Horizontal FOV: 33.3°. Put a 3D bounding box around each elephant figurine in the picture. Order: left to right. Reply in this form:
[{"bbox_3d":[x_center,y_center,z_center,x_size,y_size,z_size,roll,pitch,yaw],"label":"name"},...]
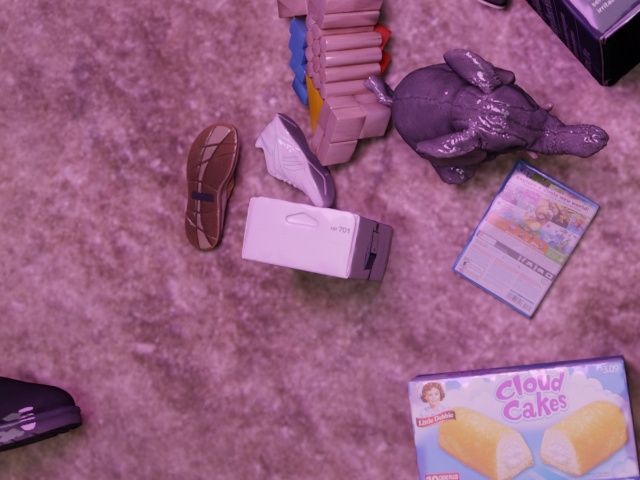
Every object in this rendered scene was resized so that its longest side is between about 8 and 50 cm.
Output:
[{"bbox_3d":[0.188,-0.151,1.256,0.186,0.239,0.169,-24,100,-7],"label":"elephant figurine"}]

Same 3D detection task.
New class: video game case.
[{"bbox_3d":[0.260,-0.003,1.363,0.119,0.015,0.166,33,97,15],"label":"video game case"}]

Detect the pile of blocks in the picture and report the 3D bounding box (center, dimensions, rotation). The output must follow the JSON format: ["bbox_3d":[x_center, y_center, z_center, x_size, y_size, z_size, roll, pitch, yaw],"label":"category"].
[{"bbox_3d":[0.027,-0.286,1.399,0.112,0.149,0.362,-10,105,-27],"label":"pile of blocks"}]

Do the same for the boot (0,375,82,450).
[{"bbox_3d":[-0.551,0.093,1.538,0.367,0.146,0.445,-14,80,13],"label":"boot"}]

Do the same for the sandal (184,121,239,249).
[{"bbox_3d":[-0.146,-0.076,1.469,0.072,0.049,0.180,15,107,21],"label":"sandal"}]

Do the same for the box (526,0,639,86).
[{"bbox_3d":[0.278,-0.408,1.225,0.212,0.293,0.395,-40,78,11],"label":"box"}]

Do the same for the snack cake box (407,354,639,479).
[{"bbox_3d":[0.251,0.231,1.320,0.264,0.089,0.152,-8,87,15],"label":"snack cake box"}]

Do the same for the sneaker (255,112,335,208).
[{"bbox_3d":[-0.033,-0.097,1.432,0.061,0.053,0.152,-41,65,22],"label":"sneaker"}]

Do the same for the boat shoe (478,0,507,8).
[{"bbox_3d":[0.192,-0.348,1.371,0.133,0.049,0.042,46,132,15],"label":"boat shoe"}]

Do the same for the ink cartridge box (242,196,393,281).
[{"bbox_3d":[0.000,0.000,1.346,0.139,0.190,0.082,11,91,16],"label":"ink cartridge box"}]
